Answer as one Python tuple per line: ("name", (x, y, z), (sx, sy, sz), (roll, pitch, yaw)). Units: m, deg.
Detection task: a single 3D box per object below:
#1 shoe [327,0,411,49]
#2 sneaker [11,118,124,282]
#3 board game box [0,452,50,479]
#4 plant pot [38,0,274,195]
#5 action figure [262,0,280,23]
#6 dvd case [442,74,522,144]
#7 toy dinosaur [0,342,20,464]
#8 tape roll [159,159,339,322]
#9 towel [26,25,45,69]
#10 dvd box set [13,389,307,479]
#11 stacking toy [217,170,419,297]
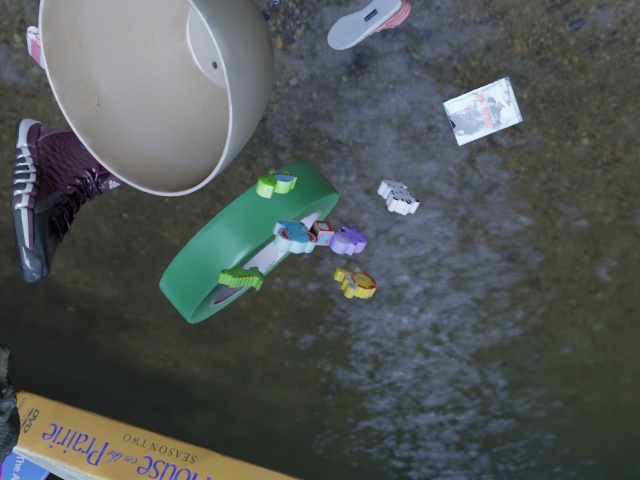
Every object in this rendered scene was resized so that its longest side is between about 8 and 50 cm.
("shoe", (0.104, -0.450, 1.382), (0.178, 0.063, 0.081), (-29, 170, 26))
("sneaker", (-0.350, -0.068, 0.951), (0.163, 0.281, 0.106), (-1, 143, -22))
("board game box", (-0.478, 0.310, 0.683), (0.233, 0.347, 0.078), (38, 141, -7))
("plant pot", (-0.166, -0.221, 0.810), (0.284, 0.191, 0.284), (17, 126, 26))
("action figure", (-0.235, -0.518, 1.420), (0.276, 0.141, 0.164), (3, 114, -27))
("dvd case", (0.289, -0.230, 1.183), (0.120, 0.013, 0.087), (-20, 109, 14))
("toy dinosaur", (-0.232, 0.163, 0.288), (0.118, 0.268, 0.064), (26, 171, -25))
("tape roll", (-0.112, 0.004, 1.084), (0.077, 0.321, 0.321), (48, 135, 5))
("towel", (-0.360, -0.240, 1.012), (0.197, 0.029, 0.144), (43, 166, -20))
("dvd box set", (-0.092, 0.287, 0.698), (0.421, 0.062, 0.307), (8, 148, 25))
("stacking toy", (0.000, 0.000, 0.825), (0.221, 0.052, 0.167), (2, 129, -29))
